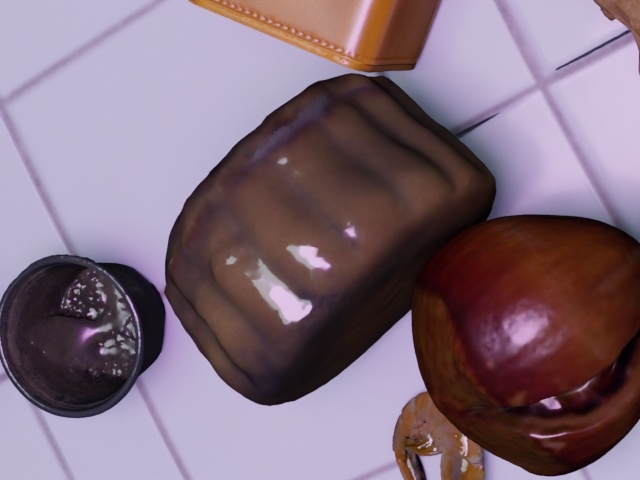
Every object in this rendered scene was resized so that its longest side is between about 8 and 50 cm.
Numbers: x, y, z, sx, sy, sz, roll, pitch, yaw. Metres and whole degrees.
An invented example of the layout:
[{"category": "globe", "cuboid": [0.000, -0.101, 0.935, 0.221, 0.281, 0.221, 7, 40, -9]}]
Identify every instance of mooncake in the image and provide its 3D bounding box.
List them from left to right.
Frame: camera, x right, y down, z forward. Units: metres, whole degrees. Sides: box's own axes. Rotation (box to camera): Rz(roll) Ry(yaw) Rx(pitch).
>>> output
[{"category": "mooncake", "cuboid": [0.000, 0.000, 1.374, 0.161, 0.290, 0.290, 45, 111, 15]}]

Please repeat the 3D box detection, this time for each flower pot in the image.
[{"category": "flower pot", "cuboid": [-0.221, 0.087, 1.569, 0.157, 0.107, 0.157, 2, 96, 19]}]

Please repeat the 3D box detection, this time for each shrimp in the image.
[{"category": "shrimp", "cuboid": [0.107, 0.218, 1.492, 0.095, 0.045, 0.162, -1, 99, 22]}]

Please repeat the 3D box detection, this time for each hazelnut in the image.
[{"category": "hazelnut", "cuboid": [0.189, 0.080, 1.343, 0.217, 0.217, 0.251, -3, 140, 22]}]

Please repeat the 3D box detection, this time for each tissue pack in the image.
[{"category": "tissue pack", "cuboid": [0.026, -0.304, 1.398, 0.194, 0.145, 0.274, 23, 106, 15]}]

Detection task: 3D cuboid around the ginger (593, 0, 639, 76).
[{"category": "ginger", "cuboid": [0.366, -0.146, 1.263, 0.363, 0.122, 0.348, -19, 114, 32]}]
